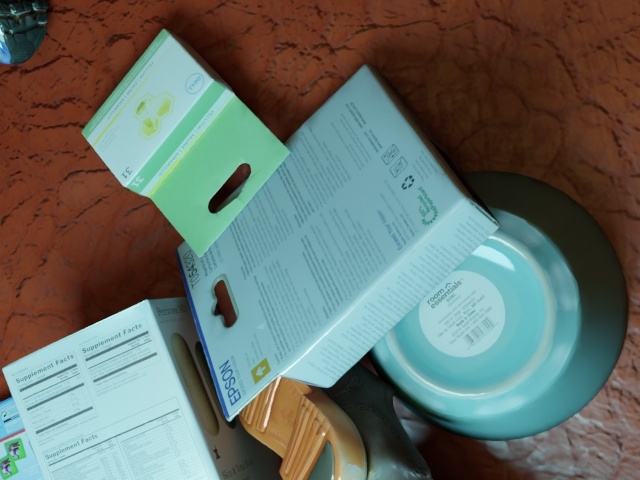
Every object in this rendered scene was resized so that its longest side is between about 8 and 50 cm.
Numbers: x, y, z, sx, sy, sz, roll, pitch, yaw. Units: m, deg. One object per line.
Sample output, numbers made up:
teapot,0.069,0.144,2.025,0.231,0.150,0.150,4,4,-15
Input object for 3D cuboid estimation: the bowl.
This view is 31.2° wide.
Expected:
bowl,0.173,0.074,1.244,0.311,0.163,0.311,0,89,15

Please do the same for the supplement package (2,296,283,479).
supplement package,-0.194,0.221,1.327,0.198,0.199,0.262,-25,83,14

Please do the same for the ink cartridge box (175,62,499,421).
ink cartridge box,0.000,0.000,1.241,0.330,0.071,0.324,-44,34,13

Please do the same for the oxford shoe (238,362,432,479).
oxford shoe,-0.001,0.175,1.259,0.363,0.133,0.130,55,131,53

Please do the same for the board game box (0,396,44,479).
board game box,-0.333,0.288,1.450,0.160,0.039,0.211,-25,82,15

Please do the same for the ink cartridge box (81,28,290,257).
ink cartridge box,-0.165,-0.119,1.359,0.171,0.056,0.235,-49,55,10

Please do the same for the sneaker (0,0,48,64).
sneaker,-0.478,-0.339,1.469,0.330,0.130,0.147,49,116,14
